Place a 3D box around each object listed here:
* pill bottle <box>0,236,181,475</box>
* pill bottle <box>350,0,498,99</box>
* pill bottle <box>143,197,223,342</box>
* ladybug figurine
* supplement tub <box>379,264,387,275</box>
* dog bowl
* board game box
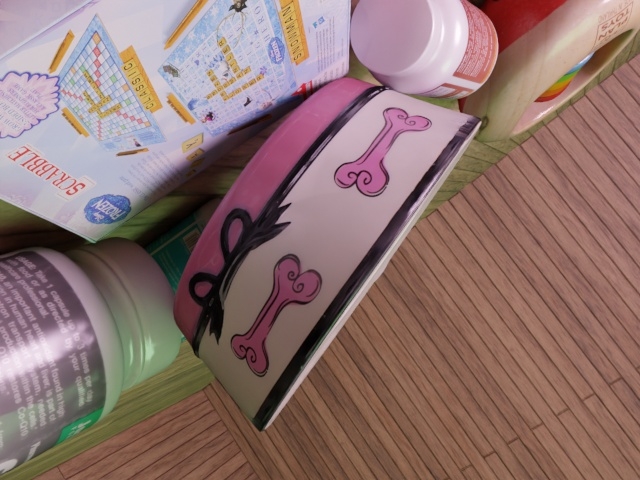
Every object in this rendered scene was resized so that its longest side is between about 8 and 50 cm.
[{"bbox_3d":[-0.329,0.124,0.623,0.361,0.204,0.204,-24,165,-48],"label":"pill bottle"},{"bbox_3d":[0.120,-0.226,0.722,0.121,0.121,0.216,-40,168,27],"label":"pill bottle"},{"bbox_3d":[-0.211,0.067,0.924,0.264,0.146,0.146,-35,170,1],"label":"pill bottle"},{"bbox_3d":[0.331,-0.300,0.963,0.305,0.162,0.449,-34,171,-3],"label":"ladybug figurine"},{"bbox_3d":[0.005,0.004,1.110,0.228,0.228,0.316,-33,170,-11],"label":"supplement tub"},{"bbox_3d":[0.000,0.000,0.710,0.408,0.150,0.408,-54,173,-10],"label":"dog bowl"},{"bbox_3d":[-0.120,-0.137,0.499,0.318,0.066,0.319,-35,171,-5],"label":"board game box"}]
